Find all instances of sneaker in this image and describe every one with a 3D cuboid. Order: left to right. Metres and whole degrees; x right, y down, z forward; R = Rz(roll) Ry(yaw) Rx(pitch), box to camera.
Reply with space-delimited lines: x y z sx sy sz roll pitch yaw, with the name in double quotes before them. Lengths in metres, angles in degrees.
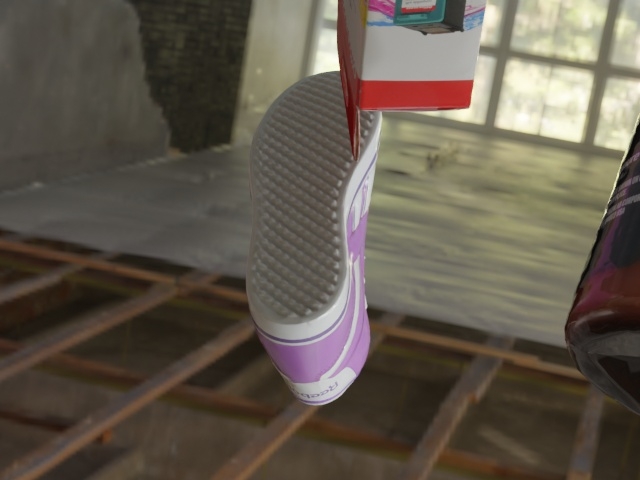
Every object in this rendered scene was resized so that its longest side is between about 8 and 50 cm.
"sneaker" -0.001 0.000 1.005 0.102 0.161 0.282 1 -128 15

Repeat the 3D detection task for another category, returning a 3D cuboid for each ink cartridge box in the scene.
"ink cartridge box" 0.057 -0.177 0.783 0.078 0.231 0.134 -1 -136 -5

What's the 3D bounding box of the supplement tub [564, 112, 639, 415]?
"supplement tub" 0.169 -0.029 0.460 0.106 0.198 0.106 21 157 10
